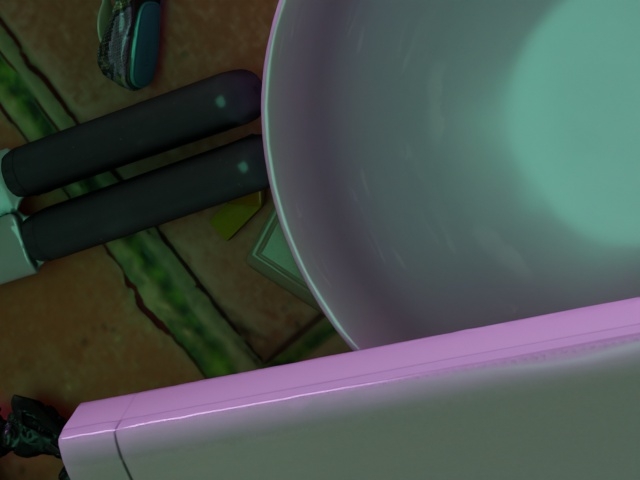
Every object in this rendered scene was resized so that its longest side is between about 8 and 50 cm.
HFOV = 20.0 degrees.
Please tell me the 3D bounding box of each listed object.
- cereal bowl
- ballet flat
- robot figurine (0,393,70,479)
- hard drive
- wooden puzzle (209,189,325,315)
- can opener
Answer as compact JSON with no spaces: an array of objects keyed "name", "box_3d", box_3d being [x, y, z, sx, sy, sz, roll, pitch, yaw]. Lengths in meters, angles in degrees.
[{"name":"cereal bowl","box_3d":[0.151,-0.062,0.875,0.339,0.141,0.339,4,102,19]},{"name":"ballet flat","box_3d":[-0.104,-0.142,1.014,0.041,0.041,0.114,18,102,17]},{"name":"robot figurine","box_3d":[-0.139,0.213,1.051,0.291,0.085,0.211,16,102,17]},{"name":"hard drive","box_3d":[0.077,0.152,0.850,0.353,0.047,0.233,-12,114,23]},{"name":"wooden puzzle","box_3d":[0.000,0.000,1.010,0.116,0.014,0.078,39,113,11]},{"name":"can opener","box_3d":[-0.159,-0.021,1.018,0.283,0.095,0.076,-17,92,28]}]
